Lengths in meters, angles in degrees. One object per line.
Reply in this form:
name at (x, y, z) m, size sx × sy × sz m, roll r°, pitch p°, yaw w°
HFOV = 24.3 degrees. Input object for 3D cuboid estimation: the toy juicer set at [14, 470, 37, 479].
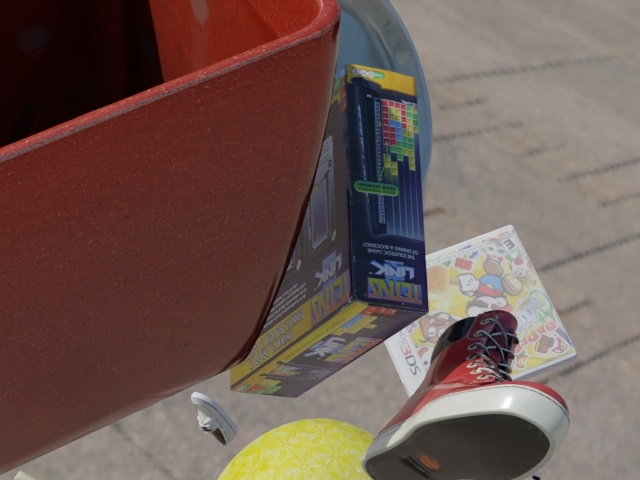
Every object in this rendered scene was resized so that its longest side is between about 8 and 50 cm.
toy juicer set at (-0.299, 0.460, 1.815) m, size 0.209 × 0.329 × 0.089 m, roll 11°, pitch 18°, yaw 2°

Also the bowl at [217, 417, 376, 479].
bowl at (0.019, 0.360, 1.703) m, size 0.289 × 0.289 × 0.156 m, roll 9°, pitch 1°, yaw -23°

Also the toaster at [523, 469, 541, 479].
toaster at (0.174, 0.338, 1.512) m, size 0.146 × 0.227 × 0.129 m, roll 6°, pitch -20°, yaw 12°

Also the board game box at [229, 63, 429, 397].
board game box at (0.000, 0.000, 0.853) m, size 0.048 × 0.170 × 0.141 m, roll 8°, pitch 67°, yaw -24°

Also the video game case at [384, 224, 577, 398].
video game case at (0.194, 0.105, 1.962) m, size 0.227 × 0.026 × 0.206 m, roll -20°, pitch 67°, yaw -10°

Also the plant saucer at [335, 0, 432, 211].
plant saucer at (-0.001, -0.112, 1.236) m, size 0.100 × 0.400 × 0.400 m, roll -12°, pitch 7°, yaw 34°

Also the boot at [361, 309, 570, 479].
boot at (0.141, 0.111, 1.208) m, size 0.088 × 0.244 × 0.176 m, roll 41°, pitch 61°, yaw -11°

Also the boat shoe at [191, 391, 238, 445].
boat shoe at (-0.149, 0.245, 2.020) m, size 0.035 × 0.100 × 0.035 m, roll 6°, pitch 54°, yaw 37°

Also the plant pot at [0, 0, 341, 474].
plant pot at (-0.158, -0.040, 0.724) m, size 0.267 × 0.236 × 0.267 m, roll -24°, pitch 49°, yaw -16°
